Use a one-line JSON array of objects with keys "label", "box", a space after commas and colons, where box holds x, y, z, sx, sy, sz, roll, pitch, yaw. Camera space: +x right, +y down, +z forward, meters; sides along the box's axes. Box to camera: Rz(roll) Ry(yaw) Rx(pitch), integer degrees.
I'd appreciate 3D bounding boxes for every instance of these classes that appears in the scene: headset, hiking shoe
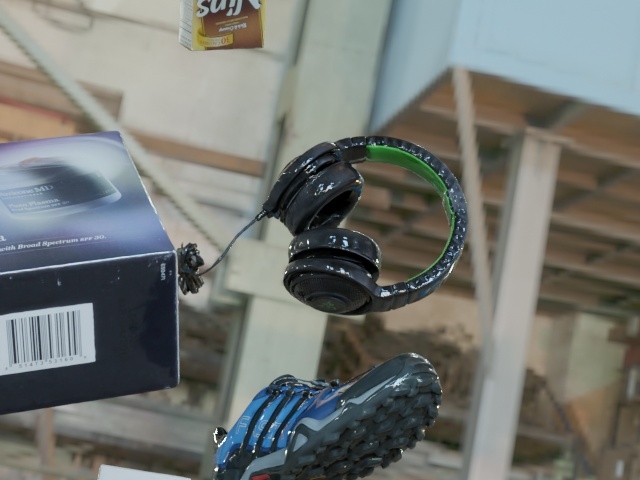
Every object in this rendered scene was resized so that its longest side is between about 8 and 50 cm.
[{"label": "headset", "box": [0.000, 0.000, 2.066, 0.394, 0.243, 0.185, -10, -26, -9]}, {"label": "hiking shoe", "box": [-0.013, 0.173, 1.460, 0.113, 0.132, 0.304, 18, -45, -41]}]

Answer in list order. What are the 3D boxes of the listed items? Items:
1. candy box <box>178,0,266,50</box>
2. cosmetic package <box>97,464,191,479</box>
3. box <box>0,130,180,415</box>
[{"label": "candy box", "box": [-0.128, -0.350, 2.047, 0.109, 0.187, 0.053, -7, 24, -26]}, {"label": "cosmetic package", "box": [-0.301, 0.554, 2.338, 0.155, 0.366, 0.197, 9, -37, -3]}, {"label": "box", "box": [-0.329, 0.029, 1.649, 0.296, 0.183, 0.294, -7, 31, -17]}]
